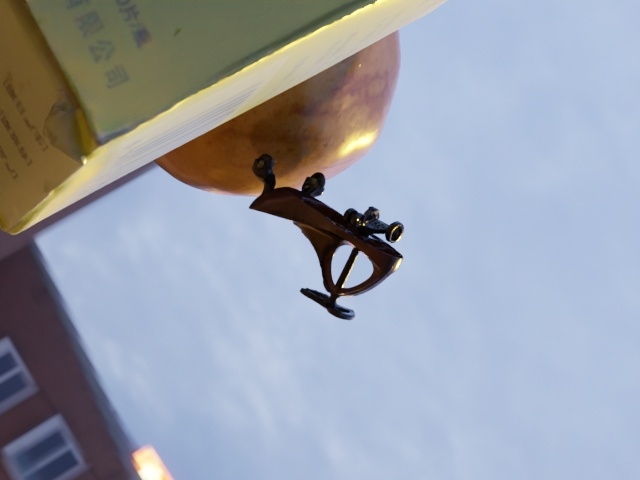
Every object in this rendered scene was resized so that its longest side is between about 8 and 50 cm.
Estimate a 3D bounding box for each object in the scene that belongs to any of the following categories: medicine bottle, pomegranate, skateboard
[{"bbox_3d":[-0.044,-0.124,0.584,0.137,0.250,0.141,59,-30,-1],"label":"medicine bottle"},{"bbox_3d":[-0.060,-0.163,1.199,0.264,0.264,0.264,42,-30,31],"label":"pomegranate"},{"bbox_3d":[0.000,0.000,1.066,0.151,0.067,0.080,34,-78,46],"label":"skateboard"}]
